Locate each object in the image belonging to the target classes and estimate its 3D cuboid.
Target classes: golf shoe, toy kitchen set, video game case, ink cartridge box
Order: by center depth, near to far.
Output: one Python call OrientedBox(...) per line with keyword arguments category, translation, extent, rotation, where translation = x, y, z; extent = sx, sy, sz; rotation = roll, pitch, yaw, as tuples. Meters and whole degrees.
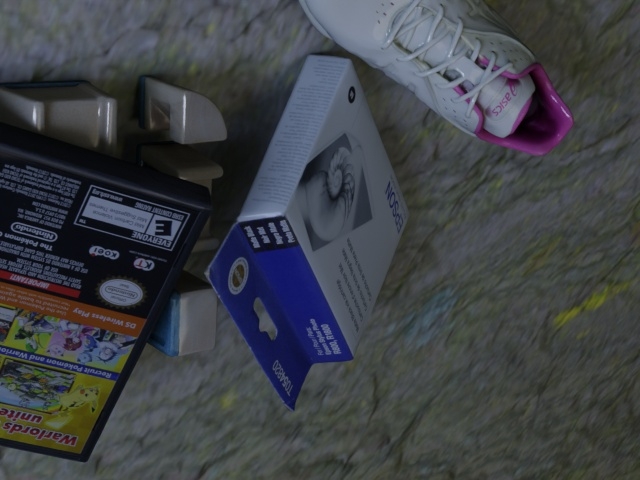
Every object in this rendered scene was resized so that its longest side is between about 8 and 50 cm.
OrientedBox(category="video game case", translation=(-0.249, 0.030, 0.954), extent=(0.275, 0.035, 0.248), rotation=(17, 119, -23))
OrientedBox(category="toy kitchen set", translation=(-0.175, -0.020, 1.035), extent=(0.166, 0.122, 0.207), rotation=(-8, 110, -37))
OrientedBox(category="golf shoe", translation=(0.104, -0.159, 1.107), extent=(0.306, 0.140, 0.115), rotation=(22, 110, -48))
OrientedBox(category="ink cartridge box", translation=(0.000, 0.000, 1.145), extent=(0.224, 0.045, 0.223), rotation=(-67, 152, -28))
